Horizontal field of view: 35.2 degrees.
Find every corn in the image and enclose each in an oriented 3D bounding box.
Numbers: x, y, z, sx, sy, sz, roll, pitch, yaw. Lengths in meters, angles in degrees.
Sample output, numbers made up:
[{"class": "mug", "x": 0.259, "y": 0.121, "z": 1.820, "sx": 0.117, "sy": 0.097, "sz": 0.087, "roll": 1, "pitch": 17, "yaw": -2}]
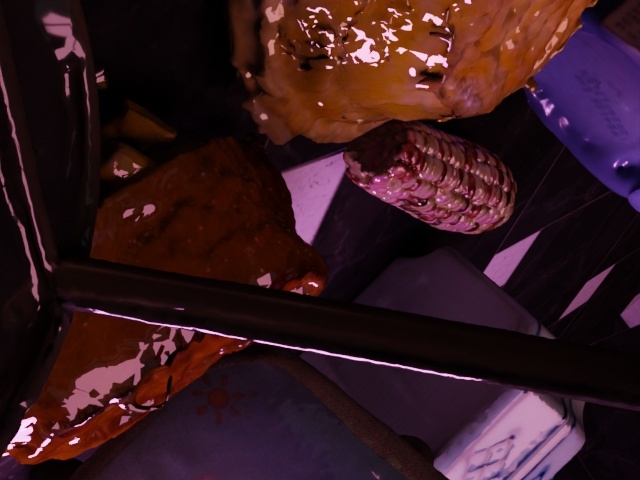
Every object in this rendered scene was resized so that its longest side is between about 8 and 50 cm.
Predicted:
[{"class": "corn", "x": 0.104, "y": -0.061, "z": 0.920, "sx": 0.092, "sy": 0.092, "sz": 0.280, "roll": -50, "pitch": 153, "yaw": 13}]

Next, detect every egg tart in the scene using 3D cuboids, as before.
[{"class": "egg tart", "x": 0.093, "y": -0.184, "z": 0.613, "sx": 0.341, "sy": 0.132, "sz": 0.341, "roll": -37, "pitch": 156, "yaw": -20}]

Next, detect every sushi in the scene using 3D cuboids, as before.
[{"class": "sushi", "x": -0.121, "y": 0.012, "z": 0.578, "sx": 0.296, "sy": 0.179, "sz": 0.167, "roll": -32, "pitch": 172, "yaw": -22}]

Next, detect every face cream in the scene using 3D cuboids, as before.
[{"class": "face cream", "x": 0.312, "y": -0.173, "z": 0.861, "sx": 0.225, "sy": 0.249, "sz": 0.249, "roll": -40, "pitch": 158, "yaw": -8}]

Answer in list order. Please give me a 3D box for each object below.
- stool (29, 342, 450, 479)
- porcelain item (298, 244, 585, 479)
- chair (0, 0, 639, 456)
[{"class": "stool", "x": -0.058, "y": 0.225, "z": 0.788, "sx": 0.310, "sy": 0.310, "sz": 0.226, "roll": -46, "pitch": -164, "yaw": 6}, {"class": "porcelain item", "x": 0.117, "y": 0.171, "z": 1.067, "sx": 0.281, "sy": 0.286, "sz": 0.157, "roll": -47, "pitch": 124, "yaw": 1}, {"class": "chair", "x": 0.000, "y": 0.000, "z": 0.285, "sx": 0.362, "sy": 0.410, "sz": 0.364, "roll": -55, "pitch": 147, "yaw": -52}]
